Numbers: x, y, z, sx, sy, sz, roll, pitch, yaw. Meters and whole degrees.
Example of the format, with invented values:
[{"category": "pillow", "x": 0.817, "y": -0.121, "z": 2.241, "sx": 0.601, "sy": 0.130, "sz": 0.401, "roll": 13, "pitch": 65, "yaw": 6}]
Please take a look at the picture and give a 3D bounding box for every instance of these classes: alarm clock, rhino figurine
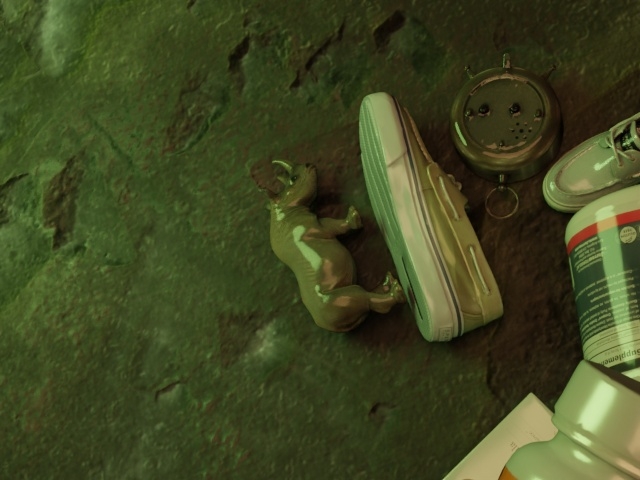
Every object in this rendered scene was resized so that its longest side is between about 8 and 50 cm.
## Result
[{"category": "alarm clock", "x": 0.213, "y": -0.117, "z": 1.773, "sx": 0.129, "sy": 0.064, "sz": 0.192, "roll": 0, "pitch": 75, "yaw": 12}, {"category": "rhino figurine", "x": 0.000, "y": 0.000, "z": 1.774, "sx": 0.106, "sy": 0.073, "sz": 0.243, "roll": -29, "pitch": 67, "yaw": -1}]

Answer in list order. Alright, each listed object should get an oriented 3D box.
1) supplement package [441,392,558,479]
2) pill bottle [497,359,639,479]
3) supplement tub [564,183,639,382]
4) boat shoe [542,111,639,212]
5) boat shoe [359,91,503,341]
[{"category": "supplement package", "x": 0.185, "y": 0.301, "z": 1.599, "sx": 0.244, "sy": 0.134, "sz": 0.139, "roll": -45, "pitch": 68, "yaw": -4}, {"category": "pill bottle", "x": 0.232, "y": 0.323, "z": 1.400, "sx": 0.224, "sy": 0.224, "sz": 0.392, "roll": 28, "pitch": 94, "yaw": 19}, {"category": "supplement tub", "x": 0.364, "y": 0.091, "z": 1.598, "sx": 0.191, "sy": 0.191, "sz": 0.272, "roll": -9, "pitch": 70, "yaw": 9}, {"category": "boat shoe", "x": 0.351, "y": -0.107, "z": 1.725, "sx": 0.227, "sy": 0.081, "sz": 0.079, "roll": -26, "pitch": 69, "yaw": 3}, {"category": "boat shoe", "x": 0.121, "y": -0.031, "z": 1.754, "sx": 0.094, "sy": 0.109, "sz": 0.302, "roll": -13, "pitch": 75, "yaw": -14}]
